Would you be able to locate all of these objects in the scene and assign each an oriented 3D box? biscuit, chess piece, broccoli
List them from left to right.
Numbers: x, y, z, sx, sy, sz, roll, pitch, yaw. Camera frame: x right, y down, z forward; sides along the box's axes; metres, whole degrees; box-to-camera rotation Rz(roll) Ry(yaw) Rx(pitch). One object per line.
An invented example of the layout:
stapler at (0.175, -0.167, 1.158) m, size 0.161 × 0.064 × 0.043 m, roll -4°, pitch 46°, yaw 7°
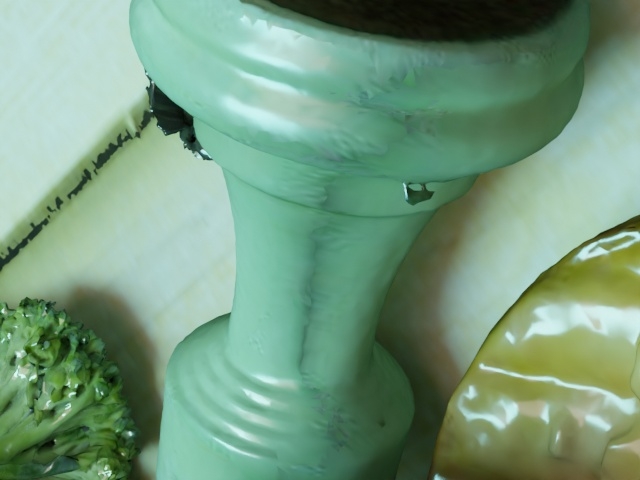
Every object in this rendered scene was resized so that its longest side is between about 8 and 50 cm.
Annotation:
broccoli at (-0.213, 0.156, 0.859) m, size 0.252 × 0.361 × 0.221 m, roll -11°, pitch 91°, yaw -3°
chess piece at (0.000, 0.000, 0.777) m, size 0.194 × 0.194 × 0.299 m, roll 28°, pitch 127°, yaw 24°
biscuit at (0.189, 0.125, 0.728) m, size 0.296 × 0.102 × 0.296 m, roll 9°, pitch 107°, yaw 31°

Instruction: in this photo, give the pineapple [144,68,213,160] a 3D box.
pineapple at (-0.062, -0.117, 0.841) m, size 0.074 × 0.074 × 0.159 m, roll 2°, pitch 108°, yaw 33°
